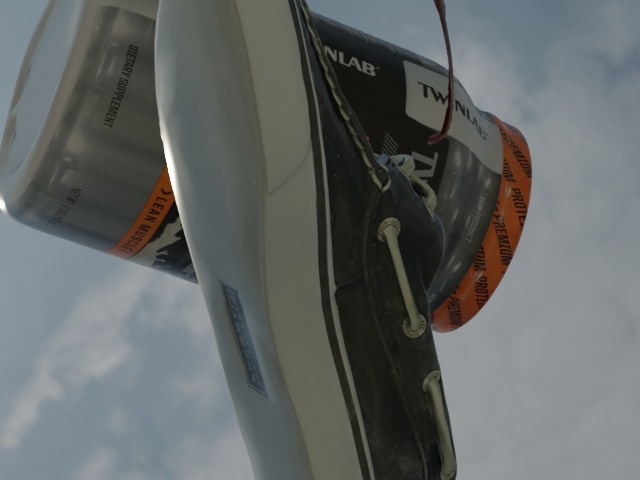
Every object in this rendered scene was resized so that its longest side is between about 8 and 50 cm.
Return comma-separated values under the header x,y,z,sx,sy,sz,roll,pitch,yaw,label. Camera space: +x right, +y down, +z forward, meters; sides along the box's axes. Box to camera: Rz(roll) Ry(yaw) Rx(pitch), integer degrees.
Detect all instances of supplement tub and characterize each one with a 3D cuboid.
x,y,z,sx,sy,sz,roll,pitch,yaw,label
-0.034,-0.057,1.119,0.193,0.316,0.194,-53,-153,42,supplement tub

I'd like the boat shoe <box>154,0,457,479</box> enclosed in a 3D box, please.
x,y,z,sx,sy,sz,roll,pitch,yaw,label
0.000,0.000,0.565,0.070,0.219,0.078,-22,-152,-23,boat shoe

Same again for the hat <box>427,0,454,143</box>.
x,y,z,sx,sy,sz,roll,pitch,yaw,label
0.055,-0.160,0.765,0.173,0.208,0.184,5,-101,51,hat
